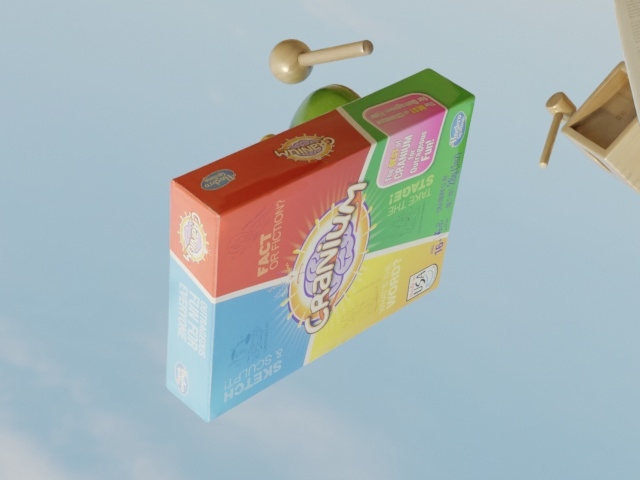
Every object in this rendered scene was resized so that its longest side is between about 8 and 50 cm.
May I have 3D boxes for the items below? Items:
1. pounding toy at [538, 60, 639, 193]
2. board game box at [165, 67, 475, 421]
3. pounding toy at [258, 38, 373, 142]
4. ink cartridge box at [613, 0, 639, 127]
[{"bbox_3d":[0.386,-0.143,1.745,0.094,0.181,0.206,38,-173,-27],"label":"pounding toy"},{"bbox_3d":[0.000,0.000,1.199,0.317,0.242,0.064,-28,-131,-35],"label":"board game box"},{"bbox_3d":[-0.016,-0.103,1.445,0.110,0.236,0.183,-16,-164,-28],"label":"pounding toy"},{"bbox_3d":[0.488,-0.243,1.420,0.308,0.091,0.385,-15,-139,16],"label":"ink cartridge box"}]
